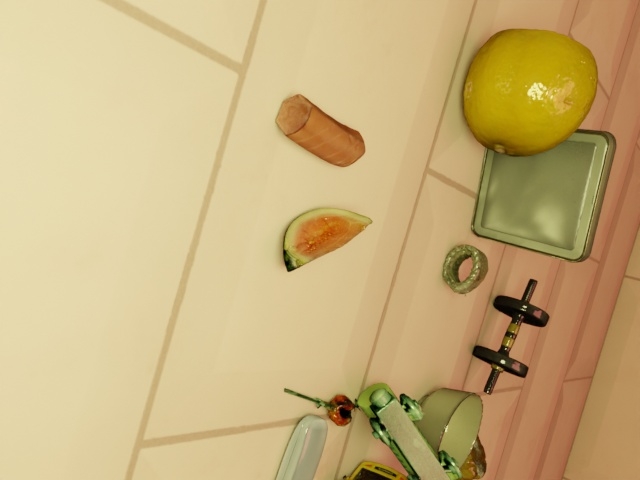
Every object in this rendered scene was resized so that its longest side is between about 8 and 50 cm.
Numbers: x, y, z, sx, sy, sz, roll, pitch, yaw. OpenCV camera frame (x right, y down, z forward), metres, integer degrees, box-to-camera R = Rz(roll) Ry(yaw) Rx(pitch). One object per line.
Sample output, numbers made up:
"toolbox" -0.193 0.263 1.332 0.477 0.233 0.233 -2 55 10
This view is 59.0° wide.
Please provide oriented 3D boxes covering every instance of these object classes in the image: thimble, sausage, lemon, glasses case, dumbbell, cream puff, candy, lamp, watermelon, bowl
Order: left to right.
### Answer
"glasses case" -0.036 0.389 0.977 0.067 0.045 0.178 24 84 -51
"watermelon" -0.009 -0.010 0.847 0.163 0.087 0.069 -31 95 -41
"candy" -0.002 0.284 0.991 0.185 0.049 0.055 33 47 -42
"sausage" 0.010 -0.151 0.823 0.169 0.065 0.065 21 87 -52
"bowl" 0.279 0.433 1.314 0.211 0.112 0.211 -21 118 -45
"cream puff" 0.354 0.551 1.455 0.146 0.116 0.146 38 34 -31
"thimble" 0.318 0.066 1.245 0.062 0.084 0.110 20 86 -52
"dumbbell" 0.498 0.250 1.482 0.143 0.143 0.325 36 76 -50
"lemon" 0.391 -0.269 1.086 0.240 0.240 0.219 13 97 -51
"lamp" 0.462 -0.111 1.206 0.047 0.266 0.269 -5 107 -45

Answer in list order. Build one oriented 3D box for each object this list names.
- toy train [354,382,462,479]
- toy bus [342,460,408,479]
"toy train" 0.161 0.377 1.074 0.105 0.157 0.253 -36 98 -11
"toy bus" 0.123 0.566 1.157 0.151 0.145 0.331 -56 142 -32
